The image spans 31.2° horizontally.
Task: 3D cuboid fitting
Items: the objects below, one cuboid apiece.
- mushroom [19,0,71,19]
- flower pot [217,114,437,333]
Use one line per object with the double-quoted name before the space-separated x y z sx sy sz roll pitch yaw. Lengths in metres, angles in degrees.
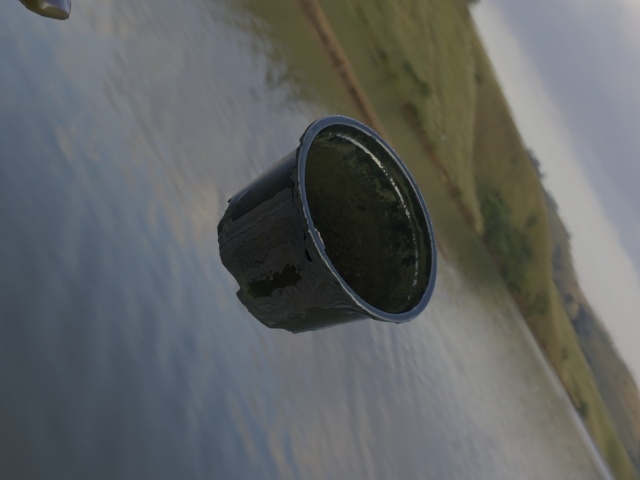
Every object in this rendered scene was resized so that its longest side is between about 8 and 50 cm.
"mushroom" -0.154 -0.174 0.226 0.292 0.212 0.217 29 2 26
"flower pot" 0.000 0.000 0.843 0.157 0.107 0.157 28 50 -39
